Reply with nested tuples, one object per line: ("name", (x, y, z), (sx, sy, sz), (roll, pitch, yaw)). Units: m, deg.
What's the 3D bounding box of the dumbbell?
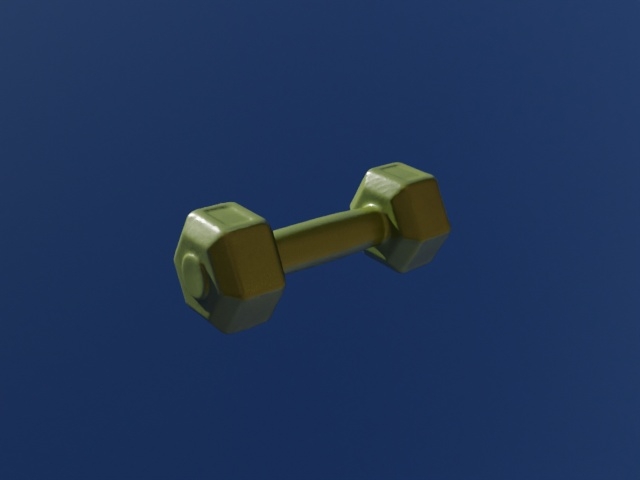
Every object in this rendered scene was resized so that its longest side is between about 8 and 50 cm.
("dumbbell", (0.000, 0.000, 0.802), (0.302, 0.121, 0.108), (-17, -60, -37))
